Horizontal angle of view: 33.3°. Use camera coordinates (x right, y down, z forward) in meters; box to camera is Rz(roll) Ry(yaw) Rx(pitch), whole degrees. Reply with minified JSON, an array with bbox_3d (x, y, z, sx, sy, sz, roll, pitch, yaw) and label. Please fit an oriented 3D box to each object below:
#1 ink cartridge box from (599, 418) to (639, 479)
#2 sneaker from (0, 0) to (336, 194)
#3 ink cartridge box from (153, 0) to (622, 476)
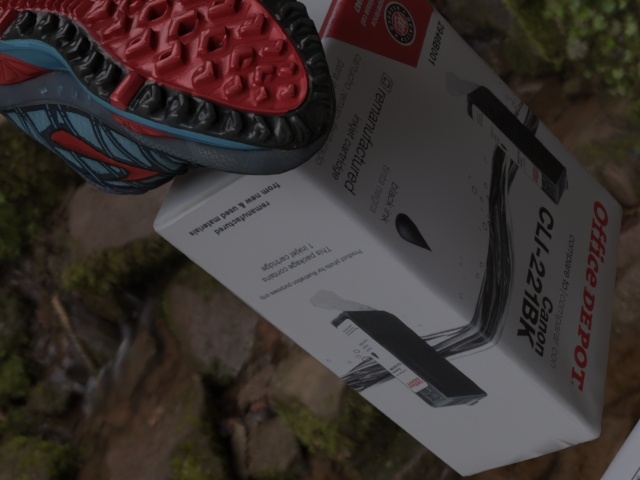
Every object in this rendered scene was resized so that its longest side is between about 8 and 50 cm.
[{"bbox_3d":[0.223,0.170,0.358,0.371,0.069,0.176,-110,37,-55],"label":"ink cartridge box"},{"bbox_3d":[-0.086,-0.078,0.552,0.261,0.125,0.104,22,62,36],"label":"sneaker"},{"bbox_3d":[0.060,-0.013,0.662,0.114,0.273,0.197,-25,34,40],"label":"ink cartridge box"}]
